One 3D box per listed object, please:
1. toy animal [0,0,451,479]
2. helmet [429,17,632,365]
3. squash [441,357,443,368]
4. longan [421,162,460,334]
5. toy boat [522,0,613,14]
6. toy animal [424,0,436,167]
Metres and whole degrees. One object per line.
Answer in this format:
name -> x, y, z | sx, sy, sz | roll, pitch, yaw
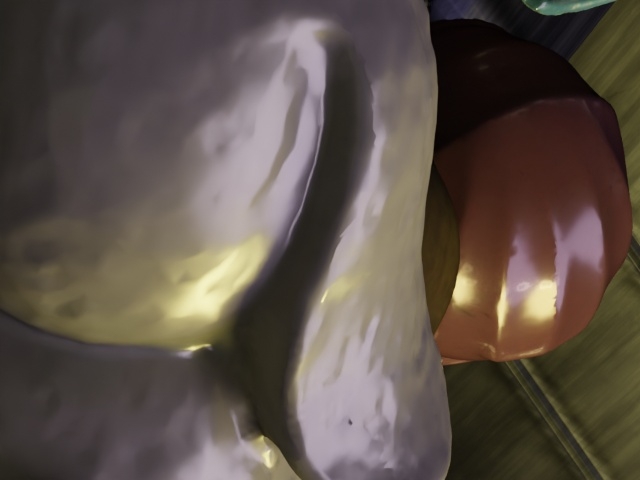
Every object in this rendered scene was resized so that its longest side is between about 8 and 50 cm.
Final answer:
toy animal -> -0.064, -0.019, 0.458 | 0.206, 0.272, 0.265 | -88, -163, -59
helmet -> 0.155, -0.018, 1.211 | 0.271, 0.338, 0.197 | -15, -160, -19
squash -> -0.076, 0.113, 0.869 | 0.309, 0.210, 0.233 | -34, 165, -32
longan -> 0.000, 0.000, 0.965 | 0.196, 0.196, 0.220 | -48, 137, -12
toy boat -> 0.186, -0.230, 0.981 | 0.145, 0.133, 0.332 | -42, 166, 10
toy animal -> 0.021, -0.130, 1.024 | 0.117, 0.121, 0.210 | -7, 148, 0
